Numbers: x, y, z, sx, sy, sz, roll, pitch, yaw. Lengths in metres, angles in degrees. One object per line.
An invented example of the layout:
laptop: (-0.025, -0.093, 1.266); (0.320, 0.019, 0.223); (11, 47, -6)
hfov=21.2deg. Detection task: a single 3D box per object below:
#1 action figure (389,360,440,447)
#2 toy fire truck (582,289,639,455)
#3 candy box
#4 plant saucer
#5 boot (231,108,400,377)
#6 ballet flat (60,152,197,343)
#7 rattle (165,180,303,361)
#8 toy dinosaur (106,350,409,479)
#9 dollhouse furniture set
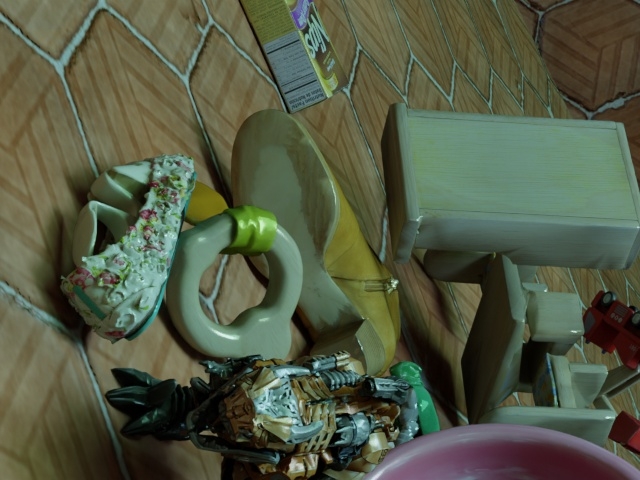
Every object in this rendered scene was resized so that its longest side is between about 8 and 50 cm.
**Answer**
action figure: (0.090, 0.227, 1.674); (0.137, 0.063, 0.232); (91, -3, -62)
toy fire truck: (0.337, 0.146, 1.895); (0.047, 0.135, 0.192); (31, 4, -30)
candy box: (-0.036, -0.242, 1.913); (0.187, 0.053, 0.109); (67, 18, -8)
plant saucer: (0.157, 0.305, 1.473); (0.332, 0.332, 0.084); (-89, 176, -49)
boot: (0.001, 0.000, 1.698); (0.211, 0.104, 0.295); (-51, 123, -75)
ballet flat: (-0.147, -0.015, 1.320); (0.077, 0.091, 0.241); (37, 25, -17)
rattle: (-0.090, 0.060, 1.467); (0.130, 0.142, 0.200); (-38, 125, -38)
toy dinosaur: (-0.021, 0.151, 1.261); (0.322, 0.218, 0.164); (43, 30, -51)
dollhouse furniture set: (0.176, 0.055, 1.901); (0.394, 0.256, 0.362); (102, -12, -48)
